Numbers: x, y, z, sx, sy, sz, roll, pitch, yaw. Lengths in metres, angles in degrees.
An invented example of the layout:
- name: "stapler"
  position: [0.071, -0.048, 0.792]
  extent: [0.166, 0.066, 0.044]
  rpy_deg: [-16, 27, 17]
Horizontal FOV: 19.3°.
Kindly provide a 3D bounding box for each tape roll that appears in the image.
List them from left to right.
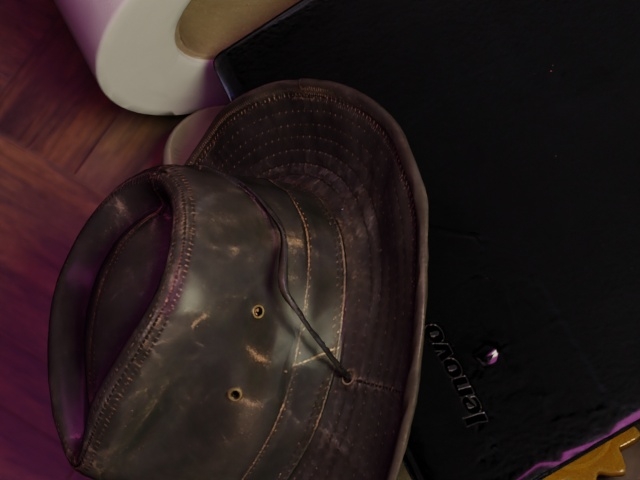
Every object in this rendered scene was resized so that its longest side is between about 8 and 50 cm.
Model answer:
- name: "tape roll"
  position: [-0.070, -0.219, 1.222]
  extent: [0.246, 0.246, 0.169]
  rpy_deg: [-26, 69, -7]

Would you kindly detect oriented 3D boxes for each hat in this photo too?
- name: "hat"
  position: [-0.076, 0.060, 1.072]
  extent: [0.134, 0.331, 0.331]
  rpy_deg: [10, 63, -38]

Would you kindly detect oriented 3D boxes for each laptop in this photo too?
- name: "laptop"
  position: [0.213, -0.043, 1.157]
  extent: [0.408, 0.236, 0.382]
  rpy_deg: [6, 43, -36]

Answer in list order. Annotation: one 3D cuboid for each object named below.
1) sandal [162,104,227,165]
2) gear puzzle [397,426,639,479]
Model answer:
- name: "sandal"
  position: [-0.002, 0.000, 1.181]
  extent: [0.120, 0.086, 0.303]
  rpy_deg: [-30, 55, -28]
- name: "gear puzzle"
  position: [0.086, 0.221, 1.154]
  extent: [0.175, 0.044, 0.339]
  rpy_deg: [24, 69, 22]
